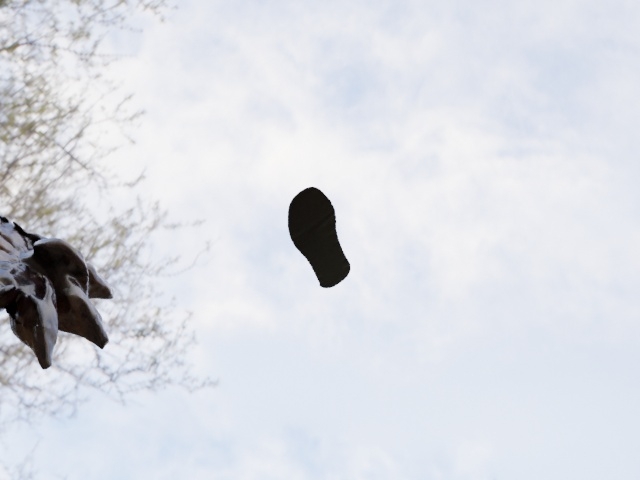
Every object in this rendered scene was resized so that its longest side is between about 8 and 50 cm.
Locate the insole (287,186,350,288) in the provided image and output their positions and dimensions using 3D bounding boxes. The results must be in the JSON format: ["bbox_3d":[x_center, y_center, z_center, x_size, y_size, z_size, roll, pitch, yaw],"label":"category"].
[{"bbox_3d":[0.000,0.000,0.844,0.045,0.002,0.135,-34,-38,-7],"label":"insole"}]

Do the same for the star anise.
[{"bbox_3d":[-0.340,0.032,1.150,0.272,0.272,0.102,33,-70,-9],"label":"star anise"}]
